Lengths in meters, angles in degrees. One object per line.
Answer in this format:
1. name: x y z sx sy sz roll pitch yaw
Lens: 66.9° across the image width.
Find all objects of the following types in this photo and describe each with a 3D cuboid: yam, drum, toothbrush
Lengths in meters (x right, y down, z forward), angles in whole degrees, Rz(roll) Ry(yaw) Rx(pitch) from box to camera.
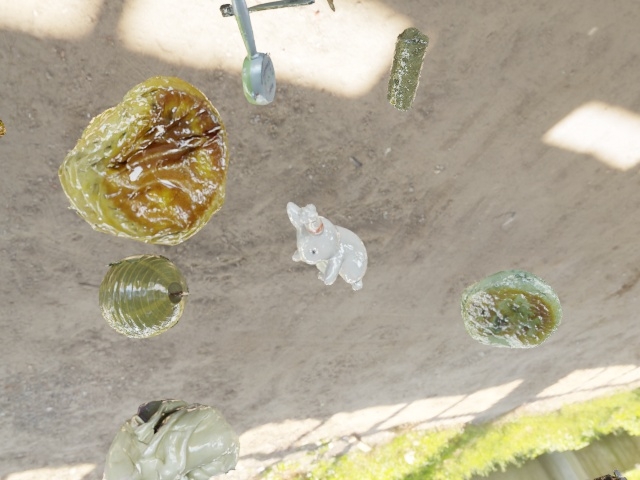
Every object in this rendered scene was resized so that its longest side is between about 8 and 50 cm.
1. yam: 0.200 -0.397 1.130 0.078 0.078 0.179 -12 141 -14
2. drum: -0.146 -0.427 1.076 0.049 0.130 0.253 3 127 12
3. toothbrush: -0.140 -0.593 1.227 0.297 0.030 0.030 10 150 30

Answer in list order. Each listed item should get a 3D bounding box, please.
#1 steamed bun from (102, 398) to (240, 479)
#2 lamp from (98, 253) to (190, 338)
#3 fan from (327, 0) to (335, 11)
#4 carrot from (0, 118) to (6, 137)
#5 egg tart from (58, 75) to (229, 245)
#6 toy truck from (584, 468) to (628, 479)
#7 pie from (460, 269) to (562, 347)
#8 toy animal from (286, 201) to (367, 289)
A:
1. steamed bun: -0.379 0.510 1.230 0.320 0.206 0.275 2 168 -43
2. lamp: -0.485 0.153 1.382 0.284 0.250 0.250 -7 153 29
3. fan: -0.018 -0.761 1.359 0.008 0.226 0.152 -31 175 1
4. carrot: -0.634 -0.159 0.773 0.229 0.069 0.069 -30 152 -32
5. egg tart: -0.330 -0.150 0.970 0.351 0.153 0.339 -61 145 -19
6. toy truck: 0.657 0.582 1.057 0.083 0.092 0.192 -24 179 9
7. pie: 0.360 0.138 0.927 0.187 0.041 0.186 9 123 14
8. toy animal: -0.002 0.015 1.098 0.282 0.140 0.138 28 86 -49
